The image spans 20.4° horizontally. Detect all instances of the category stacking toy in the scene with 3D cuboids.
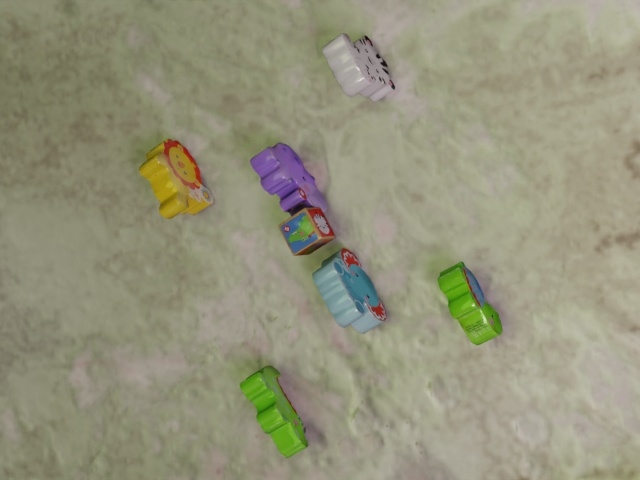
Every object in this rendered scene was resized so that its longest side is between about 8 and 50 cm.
[{"bbox_3d":[0.000,0.000,1.108,0.167,0.052,0.221,-31,78,23],"label":"stacking toy"}]
